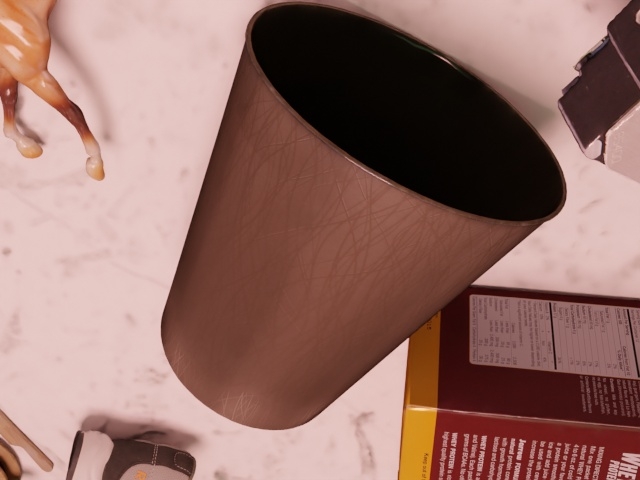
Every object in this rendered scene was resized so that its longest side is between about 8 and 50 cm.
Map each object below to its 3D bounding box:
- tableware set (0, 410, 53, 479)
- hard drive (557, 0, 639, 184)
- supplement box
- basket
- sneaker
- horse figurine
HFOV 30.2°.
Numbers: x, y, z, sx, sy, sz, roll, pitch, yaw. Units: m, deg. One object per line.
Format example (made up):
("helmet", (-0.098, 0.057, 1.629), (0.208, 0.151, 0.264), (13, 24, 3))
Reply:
("tableware set", (-0.318, 0.154, 0.940), (0.128, 0.039, 0.194), (-26, 118, 23))
("hard drive", (0.313, -0.132, 0.590), (0.236, 0.064, 0.339), (20, 129, -36))
("supplement box", (0.152, 0.149, 0.819), (0.194, 0.129, 0.191), (5, 126, 4))
("basket", (0.000, 0.000, 0.727), (0.204, 0.154, 0.227), (27, 127, -10))
("sneaker", (-0.144, 0.271, 0.966), (0.107, 0.100, 0.272), (2, 125, 0))
("horse figurine", (-0.238, -0.117, 0.724), (0.263, 0.066, 0.175), (2, 131, 3))
